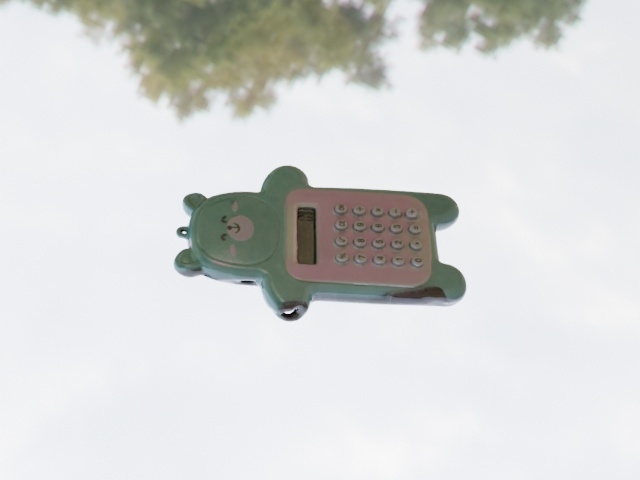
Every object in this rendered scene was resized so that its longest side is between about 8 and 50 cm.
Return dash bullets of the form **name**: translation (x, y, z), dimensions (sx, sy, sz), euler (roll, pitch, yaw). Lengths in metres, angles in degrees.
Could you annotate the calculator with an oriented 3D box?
- **calculator**: translation (0.000, 0.000, 0.721), dimensions (0.141, 0.019, 0.094), euler (3, -131, -5)
